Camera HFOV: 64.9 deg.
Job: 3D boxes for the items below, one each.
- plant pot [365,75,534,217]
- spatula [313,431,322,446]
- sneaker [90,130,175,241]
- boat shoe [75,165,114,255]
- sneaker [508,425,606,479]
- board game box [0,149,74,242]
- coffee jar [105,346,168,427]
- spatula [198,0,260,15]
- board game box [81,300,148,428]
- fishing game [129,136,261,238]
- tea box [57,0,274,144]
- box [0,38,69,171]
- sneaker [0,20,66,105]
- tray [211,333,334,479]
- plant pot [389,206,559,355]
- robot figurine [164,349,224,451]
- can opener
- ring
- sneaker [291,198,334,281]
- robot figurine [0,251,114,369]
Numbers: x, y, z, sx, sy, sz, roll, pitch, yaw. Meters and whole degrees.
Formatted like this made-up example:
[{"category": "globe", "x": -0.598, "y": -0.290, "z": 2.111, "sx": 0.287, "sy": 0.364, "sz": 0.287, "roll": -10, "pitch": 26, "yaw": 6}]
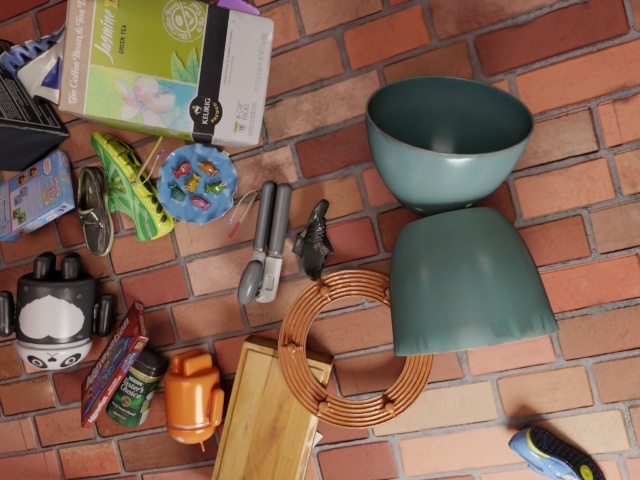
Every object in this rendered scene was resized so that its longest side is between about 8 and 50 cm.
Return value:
[{"category": "plant pot", "x": 0.225, "y": -0.158, "z": 0.950, "sx": 0.290, "sy": 0.290, "sz": 0.195, "roll": 12, "pitch": 134, "yaw": 13}, {"category": "spatula", "x": -0.132, "y": 0.490, "z": 1.194, "sx": 0.168, "sy": 0.019, "sz": 0.242, "roll": 39, "pitch": 102, "yaw": 2}, {"category": "sneaker", "x": -0.463, "y": -0.127, "z": 1.179, "sx": 0.123, "sy": 0.109, "sz": 0.295, "roll": -33, "pitch": 86, "yaw": 10}, {"category": "boat shoe", "x": -0.557, "y": -0.071, "z": 1.225, "sx": 0.080, "sy": 0.073, "sz": 0.223, "roll": 2, "pitch": 95, "yaw": 14}, {"category": "sneaker", "x": 0.481, "y": 0.455, "z": 1.024, "sx": 0.209, "sy": 0.069, "sz": 0.082, "roll": 34, "pitch": 134, "yaw": 0}, {"category": "board game box", "x": -0.710, "y": -0.109, "z": 1.250, "sx": 0.212, "sy": 0.039, "sz": 0.160, "roll": -25, "pitch": 66, "yaw": 15}, {"category": "coffee jar", "x": -0.445, "y": 0.353, "z": 1.227, "sx": 0.096, "sy": 0.079, "sz": 0.184, "roll": 26, "pitch": 99, "yaw": 10}, {"category": "spatula", "x": -0.278, "y": -0.550, "z": 1.142, "sx": 0.296, "sy": 0.030, "sz": 0.084, "roll": 31, "pitch": 103, "yaw": 9}, {"category": "board game box", "x": -0.501, "y": 0.297, "z": 1.215, "sx": 0.027, "sy": 0.145, "sz": 0.281, "roll": 27, "pitch": 104, "yaw": -33}, {"category": "fishing game", "x": -0.275, "y": -0.130, "z": 1.130, "sx": 0.264, "sy": 0.041, "sz": 0.189, "roll": 32, "pitch": 81, "yaw": -2}, {"category": "tea box", "x": -0.278, "y": -0.308, "z": 0.957, "sx": 0.324, "sy": 0.329, "sz": 0.219, "roll": 6, "pitch": 97, "yaw": -15}, {"category": "box", "x": -0.807, "y": -0.324, "z": 1.153, "sx": 0.183, "sy": 0.294, "sz": 0.296, "roll": -34, "pitch": 86, "yaw": 16}, {"category": "sneaker", "x": -0.567, "y": -0.405, "z": 1.188, "sx": 0.316, "sy": 0.127, "sz": 0.182, "roll": -23, "pitch": 102, "yaw": 9}, {"category": "tray", "x": -0.116, "y": 0.440, "z": 1.136, "sx": 0.203, "sy": 0.076, "sz": 0.410, "roll": 14, "pitch": 95, "yaw": 7}, {"category": "plant pot", "x": 0.261, "y": 0.073, "z": 0.939, "sx": 0.293, "sy": 0.293, "sz": 0.235, "roll": -12, "pitch": 79, "yaw": 14}, {"category": "robot figurine", "x": -0.294, "y": 0.369, "z": 1.166, "sx": 0.158, "sy": 0.128, "sz": 0.219, "roll": 0, "pitch": 94, "yaw": 1}, {"category": "can opener", "x": -0.118, "y": 0.007, "z": 1.120, "sx": 0.074, "sy": 0.093, "sz": 0.280, "roll": 11, "pitch": 92, "yaw": 14}, {"category": "ring", "x": 0.077, "y": 0.229, "z": 1.067, "sx": 0.337, "sy": 0.032, "sz": 0.336, "roll": 0, "pitch": 84, "yaw": 0}, {"category": "sneaker", "x": -0.001, "y": 0.000, "z": 1.108, "sx": 0.089, "sy": 0.051, "sz": 0.170, "roll": 33, "pitch": 106, "yaw": 9}, {"category": "robot figurine", "x": -0.634, "y": 0.169, "z": 1.210, "sx": 0.209, "sy": 0.173, "sz": 0.278, "roll": 7, "pitch": 96, "yaw": 21}]
